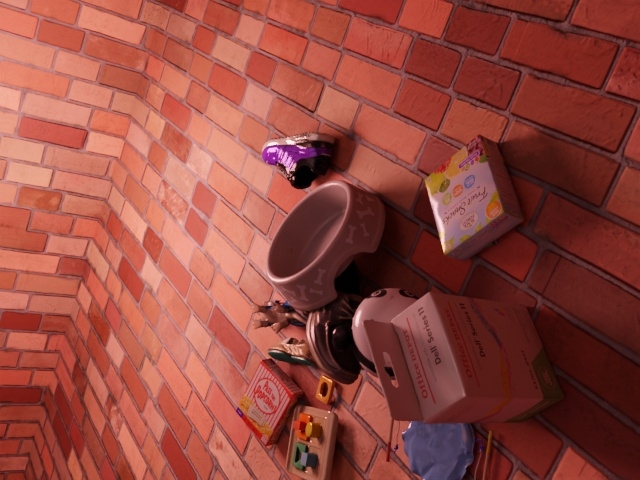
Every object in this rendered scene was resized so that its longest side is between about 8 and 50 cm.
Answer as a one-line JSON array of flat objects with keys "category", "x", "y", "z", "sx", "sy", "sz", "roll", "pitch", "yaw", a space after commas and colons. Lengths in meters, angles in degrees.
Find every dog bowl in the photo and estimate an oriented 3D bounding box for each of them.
[{"category": "dog bowl", "x": 0.000, "y": 0.000, "z": 1.825, "sx": 0.348, "sy": 0.102, "sz": 0.349, "roll": -37, "pitch": 31, "yaw": 27}]

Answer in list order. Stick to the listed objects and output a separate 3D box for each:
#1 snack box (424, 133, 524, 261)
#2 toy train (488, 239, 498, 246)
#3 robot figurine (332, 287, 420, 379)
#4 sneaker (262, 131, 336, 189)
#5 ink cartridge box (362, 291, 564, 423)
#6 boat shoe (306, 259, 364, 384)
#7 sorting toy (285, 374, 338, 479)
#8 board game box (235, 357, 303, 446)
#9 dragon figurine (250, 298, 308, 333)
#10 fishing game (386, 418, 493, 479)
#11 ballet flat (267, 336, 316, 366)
[{"category": "snack box", "x": 0.320, "y": -0.089, "z": 1.553, "sx": 0.174, "sy": 0.070, "sz": 0.207, "roll": -42, "pitch": 46, "yaw": 39}, {"category": "toy train", "x": 0.343, "y": 0.006, "z": 1.560, "sx": 0.083, "sy": 0.017, "sz": 0.024, "roll": -22, "pitch": 75, "yaw": 48}, {"category": "robot figurine", "x": 0.152, "y": 0.202, "z": 1.581, "sx": 0.209, "sy": 0.278, "sz": 0.173, "roll": -44, "pitch": 73, "yaw": -11}, {"category": "sneaker", "x": -0.077, "y": -0.216, "z": 2.087, "sx": 0.293, "sy": 0.102, "sz": 0.146, "roll": -4, "pitch": 80, "yaw": 52}, {"category": "ink cartridge box", "x": 0.263, "y": 0.216, "z": 1.338, "sx": 0.119, "sy": 0.353, "sz": 0.207, "roll": -43, "pitch": 51, "yaw": 39}, {"category": "boat shoe", "x": 0.047, "y": 0.174, "z": 1.768, "sx": 0.130, "sy": 0.132, "sz": 0.356, "roll": -50, "pitch": 34, "yaw": 35}, {"category": "sorting toy", "x": -0.034, "y": 0.518, "z": 1.885, "sx": 0.196, "sy": 0.047, "sz": 0.348, "roll": -9, "pitch": 69, "yaw": 58}, {"category": "board game box", "x": -0.144, "y": 0.449, "z": 2.046, "sx": 0.146, "sy": 0.045, "sz": 0.194, "roll": 40, "pitch": 115, "yaw": 32}, {"category": "dragon figurine", "x": -0.091, "y": 0.201, "z": 2.011, "sx": 0.289, "sy": 0.144, "sz": 0.085, "roll": -6, "pitch": 91, "yaw": 42}, {"category": "fishing game", "x": 0.253, "y": 0.428, "z": 1.567, "sx": 0.264, "sy": 0.041, "sz": 0.189, "roll": 1, "pitch": 83, "yaw": 44}, {"category": "ballet flat", "x": -0.066, "y": 0.299, "z": 2.003, "sx": 0.206, "sy": 0.073, "sz": 0.067, "roll": 0, "pitch": 56, "yaw": 50}]
